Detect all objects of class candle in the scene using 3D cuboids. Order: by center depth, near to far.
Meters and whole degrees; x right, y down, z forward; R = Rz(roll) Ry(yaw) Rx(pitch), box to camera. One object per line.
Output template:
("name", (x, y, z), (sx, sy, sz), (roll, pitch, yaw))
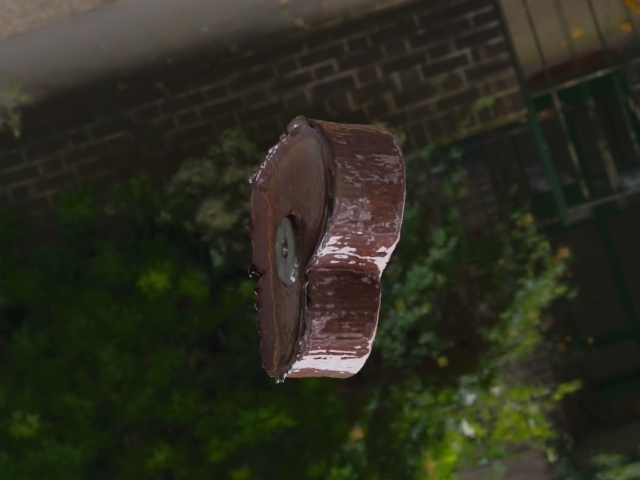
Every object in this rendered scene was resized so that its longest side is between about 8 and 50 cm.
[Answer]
("candle", (0.000, 0.000, 1.560), (0.131, 0.317, 0.287), (3, -160, -24))

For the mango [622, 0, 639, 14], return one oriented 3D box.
("mango", (0.331, -0.235, 1.103), (0.163, 0.089, 0.111), (13, -136, 44))
